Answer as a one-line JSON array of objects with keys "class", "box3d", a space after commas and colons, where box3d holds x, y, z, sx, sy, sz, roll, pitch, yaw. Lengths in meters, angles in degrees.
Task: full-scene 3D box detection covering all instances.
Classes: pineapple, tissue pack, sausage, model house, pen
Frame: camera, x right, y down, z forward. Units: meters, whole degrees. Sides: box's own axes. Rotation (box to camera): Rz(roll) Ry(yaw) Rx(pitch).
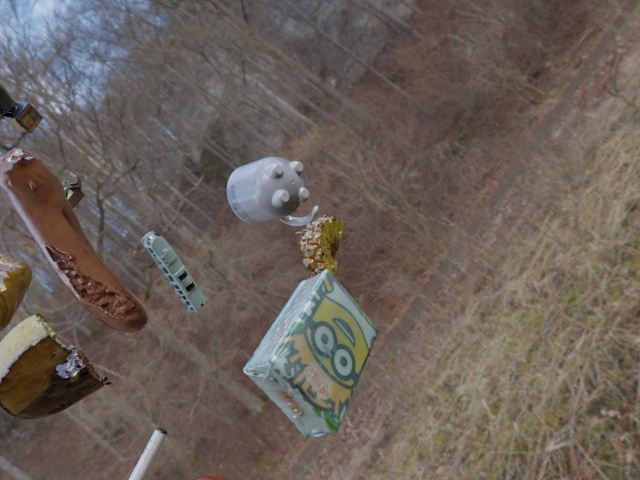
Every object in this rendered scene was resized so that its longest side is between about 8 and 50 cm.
[{"class": "pineapple", "box3d": [-0.001, 0.000, 1.433, 0.079, 0.135, 0.233, -24, 37, 31]}, {"class": "tissue pack", "box3d": [-0.008, 0.254, 1.183, 0.128, 0.228, 0.311, -27, 20, 38]}, {"class": "sausage", "box3d": [-0.341, 0.015, 0.711, 0.078, 0.304, 0.078, -21, 22, 9]}, {"class": "model house", "box3d": [-0.669, -0.129, 1.382, 0.083, 0.058, 0.057, -53, -12, -15]}, {"class": "pen", "box3d": [-0.415, 0.543, 1.124, 0.033, 0.033, 0.269, 93, -158, -71]}]

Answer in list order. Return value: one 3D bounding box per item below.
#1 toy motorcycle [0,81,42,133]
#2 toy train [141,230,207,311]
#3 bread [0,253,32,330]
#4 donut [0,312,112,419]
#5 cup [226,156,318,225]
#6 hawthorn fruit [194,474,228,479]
[{"class": "toy motorcycle", "box3d": [-0.833, -0.383, 1.267, 0.263, 0.157, 0.091, 72, -144, -61]}, {"class": "toy train", "box3d": [-0.331, 0.070, 1.164, 0.047, 0.208, 0.043, -11, 27, 39]}, {"class": "bread", "box3d": [-1.062, 0.117, 1.538, 0.148, 0.328, 0.337, -63, 22, 10]}, {"class": "donut", "box3d": [-0.459, 0.208, 0.842, 0.141, 0.085, 0.217, -34, -30, -23]}, {"class": "cup", "box3d": [-0.095, -0.092, 1.094, 0.142, 0.174, 0.134, -10, 18, 46]}, {"class": "hawthorn fruit", "box3d": [-0.147, 0.405, 0.685, 0.148, 0.172, 0.148, -42, -2, -2]}]
